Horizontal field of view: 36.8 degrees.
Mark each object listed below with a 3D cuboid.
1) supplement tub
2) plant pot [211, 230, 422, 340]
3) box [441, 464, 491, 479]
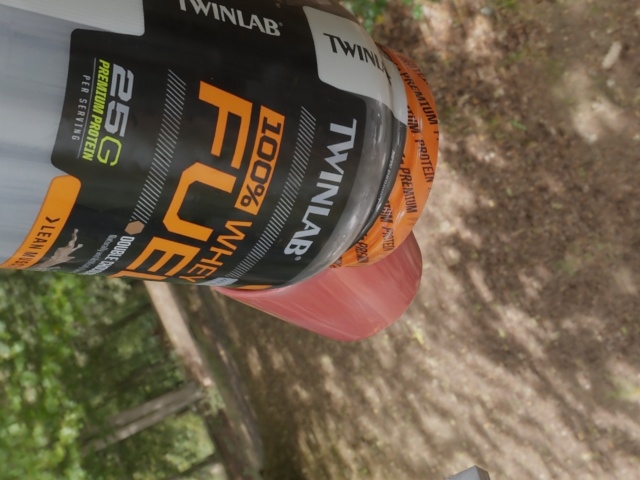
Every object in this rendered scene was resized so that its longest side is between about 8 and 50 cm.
[{"bbox_3d":[-0.103,-0.077,0.600,0.207,0.338,0.207,-12,75,53],"label":"supplement tub"},{"bbox_3d":[0.000,0.000,1.275,0.243,0.275,0.275,45,-172,-49],"label":"plant pot"},{"bbox_3d":[0.167,0.396,1.200,0.038,0.145,0.186,36,-148,-43],"label":"box"}]
